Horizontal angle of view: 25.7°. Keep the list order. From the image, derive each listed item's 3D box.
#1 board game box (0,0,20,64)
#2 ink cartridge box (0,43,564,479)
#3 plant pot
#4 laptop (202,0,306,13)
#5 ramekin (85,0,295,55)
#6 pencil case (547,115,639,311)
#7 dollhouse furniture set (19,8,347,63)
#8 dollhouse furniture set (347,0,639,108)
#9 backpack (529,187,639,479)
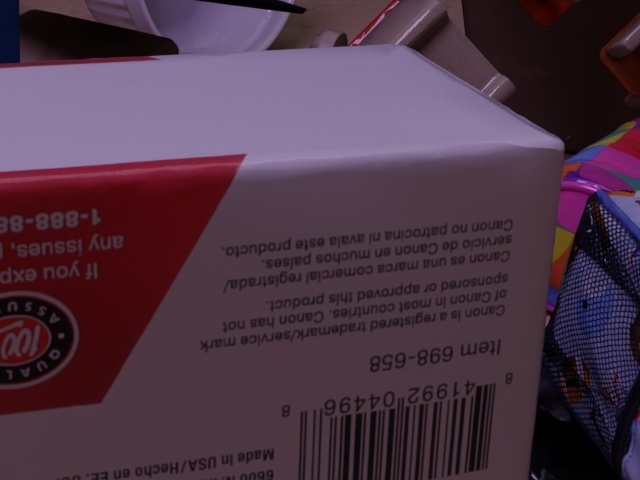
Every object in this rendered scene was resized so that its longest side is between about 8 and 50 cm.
[{"bbox_3d":[-0.265,0.003,0.546,0.302,0.308,0.086,14,26,19],"label":"board game box"},{"bbox_3d":[-0.047,0.087,0.439,0.197,0.272,0.114,-5,23,-19],"label":"ink cartridge box"},{"bbox_3d":[0.214,-0.203,1.150,0.263,0.229,0.263,3,25,-1],"label":"plant pot"},{"bbox_3d":[-0.161,-0.241,0.864,0.137,0.264,0.234,-34,30,-27],"label":"laptop"},{"bbox_3d":[-0.123,-0.257,1.262,0.109,0.207,0.207,14,25,41],"label":"ramekin"},{"bbox_3d":[0.214,-0.028,0.932,0.104,0.104,0.236,19,30,30],"label":"pencil case"},{"bbox_3d":[-0.204,-0.100,0.810,0.362,0.256,0.394,14,27,11],"label":"dollhouse furniture set"},{"bbox_3d":[0.141,-0.186,0.954,0.259,0.262,0.135,-44,10,-3],"label":"dollhouse furniture set"},{"bbox_3d":[0.251,0.070,0.613,0.277,0.213,0.263,0,36,-15],"label":"backpack"}]
